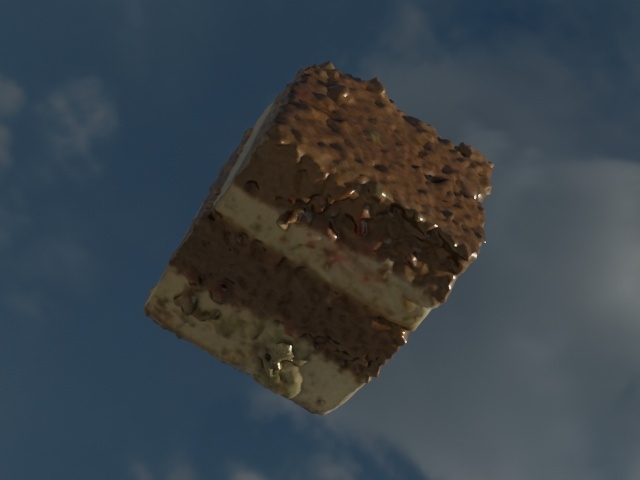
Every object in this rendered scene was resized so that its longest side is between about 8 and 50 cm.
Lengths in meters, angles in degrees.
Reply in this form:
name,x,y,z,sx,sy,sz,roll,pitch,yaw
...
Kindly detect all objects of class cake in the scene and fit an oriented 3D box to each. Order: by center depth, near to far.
name,x,y,z,sx,sy,sz,roll,pitch,yaw
cake,0.000,0.000,1.501,0.256,0.282,0.290,32,-65,-5
